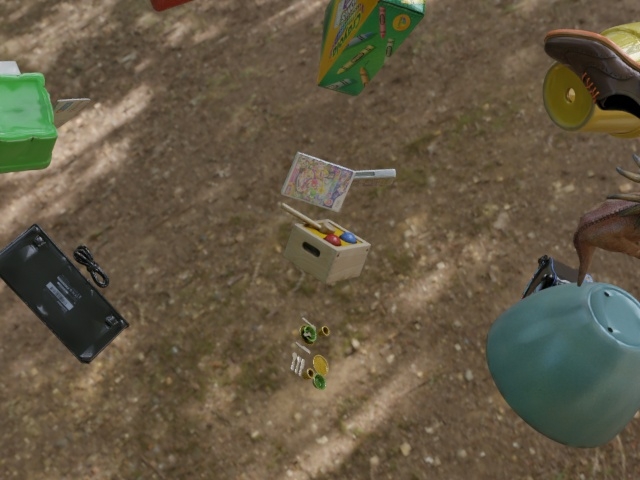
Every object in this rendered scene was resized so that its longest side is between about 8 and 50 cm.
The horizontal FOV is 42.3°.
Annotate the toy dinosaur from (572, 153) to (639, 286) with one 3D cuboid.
[{"bbox_3d":[0.470,-0.036,1.262,0.296,0.200,0.127,-38,66,37],"label":"toy dinosaur"}]

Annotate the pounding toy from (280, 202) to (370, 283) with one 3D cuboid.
[{"bbox_3d":[0.000,0.000,1.556,0.141,0.100,0.130,32,24,30],"label":"pounding toy"}]

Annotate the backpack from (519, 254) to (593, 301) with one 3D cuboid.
[{"bbox_3d":[0.474,0.140,1.710,0.158,0.117,0.173,-58,-7,-70],"label":"backpack"}]

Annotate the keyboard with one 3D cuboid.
[{"bbox_3d":[-0.326,0.061,1.068,0.108,0.180,0.023,-46,15,-27],"label":"keyboard"}]

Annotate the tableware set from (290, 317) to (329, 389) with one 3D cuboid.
[{"bbox_3d":[-0.011,0.245,1.794,0.024,0.104,0.154,-30,31,35],"label":"tableware set"}]

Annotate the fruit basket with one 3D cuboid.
[{"bbox_3d":[-0.592,-0.174,1.341,0.327,0.165,0.353,-13,3,-40],"label":"fruit basket"}]

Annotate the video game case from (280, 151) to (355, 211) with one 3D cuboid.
[{"bbox_3d":[-0.004,-0.109,1.563,0.087,0.122,0.011,-67,23,16],"label":"video game case"}]

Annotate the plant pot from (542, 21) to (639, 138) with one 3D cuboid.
[{"bbox_3d":[0.633,-0.340,1.827,0.239,0.254,0.254,-15,24,-24],"label":"plant pot"}]

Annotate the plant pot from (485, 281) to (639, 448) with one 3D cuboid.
[{"bbox_3d":[0.464,0.185,1.439,0.195,0.290,0.290,-59,6,44],"label":"plant pot"}]

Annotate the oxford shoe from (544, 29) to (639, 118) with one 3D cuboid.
[{"bbox_3d":[0.519,-0.305,1.526,0.271,0.097,0.098,34,82,27],"label":"oxford shoe"}]

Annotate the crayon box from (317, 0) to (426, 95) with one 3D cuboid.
[{"bbox_3d":[0.083,-0.380,1.376,0.278,0.081,0.165,139,140,-63],"label":"crayon box"}]

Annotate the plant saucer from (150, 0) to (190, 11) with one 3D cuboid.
[{"bbox_3d":[-0.239,-0.600,1.568,0.259,0.258,0.048,-22,12,-10],"label":"plant saucer"}]

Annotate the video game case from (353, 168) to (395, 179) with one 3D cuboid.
[{"bbox_3d":[0.087,-0.155,2.080,0.193,0.023,0.212,-2,-2,2],"label":"video game case"}]
